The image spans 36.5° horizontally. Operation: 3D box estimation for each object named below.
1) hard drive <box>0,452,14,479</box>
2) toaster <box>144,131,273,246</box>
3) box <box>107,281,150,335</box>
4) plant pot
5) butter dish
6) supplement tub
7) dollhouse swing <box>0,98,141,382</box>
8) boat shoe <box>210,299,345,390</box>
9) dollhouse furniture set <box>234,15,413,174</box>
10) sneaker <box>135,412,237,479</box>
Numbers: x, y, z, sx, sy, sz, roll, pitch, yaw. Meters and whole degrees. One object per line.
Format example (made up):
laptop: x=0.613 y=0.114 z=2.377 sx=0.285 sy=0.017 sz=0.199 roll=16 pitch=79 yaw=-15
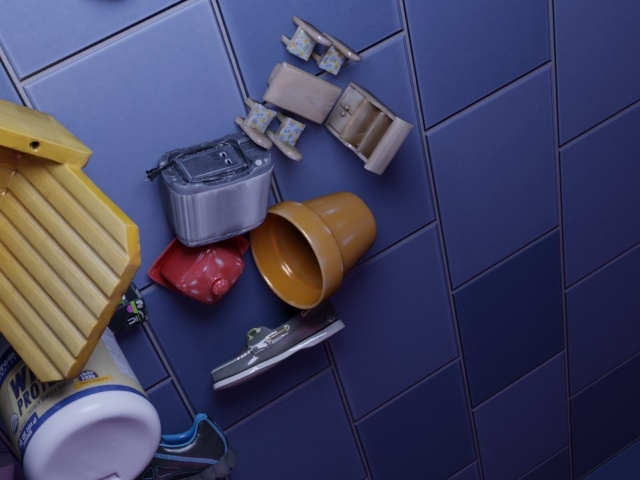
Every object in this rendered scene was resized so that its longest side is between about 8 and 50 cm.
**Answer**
hard drive: x=-0.710 y=0.555 z=1.887 sx=0.203 sy=0.040 sz=0.308 roll=-7 pitch=126 yaw=-32
toaster: x=-0.189 y=-0.084 z=1.688 sx=0.226 sy=0.129 sz=0.147 roll=-19 pitch=135 yaw=-23
box: x=-0.365 y=0.128 z=1.784 sx=0.083 sy=0.052 sz=0.062 roll=-25 pitch=133 yaw=-17
plant pot: x=0.000 y=0.000 z=1.860 sx=0.188 sy=0.205 sz=0.205 roll=-30 pitch=139 yaw=-35
butter dish: x=-0.207 y=0.057 z=1.795 sx=0.160 sy=0.118 sz=0.160 roll=-49 pitch=137 yaw=8
supplement tub: x=-0.429 y=0.262 z=1.650 sx=0.228 sy=0.316 sz=0.228 roll=-20 pitch=133 yaw=-23
dollhouse swing: x=-0.492 y=0.010 z=1.413 sx=0.315 sy=0.305 sz=0.347 roll=16 pitch=114 yaw=-43
boat shoe: x=-0.100 y=0.214 z=2.021 sx=0.305 sy=0.091 sz=0.109 roll=-26 pitch=172 yaw=-14
dollhouse furniture set: x=0.016 y=-0.229 z=1.694 sx=0.242 sy=0.161 sz=0.212 roll=17 pitch=112 yaw=-43
sneaker: x=-0.355 y=0.489 z=2.062 sx=0.340 sy=0.125 sz=0.140 roll=-27 pitch=108 yaw=-11
